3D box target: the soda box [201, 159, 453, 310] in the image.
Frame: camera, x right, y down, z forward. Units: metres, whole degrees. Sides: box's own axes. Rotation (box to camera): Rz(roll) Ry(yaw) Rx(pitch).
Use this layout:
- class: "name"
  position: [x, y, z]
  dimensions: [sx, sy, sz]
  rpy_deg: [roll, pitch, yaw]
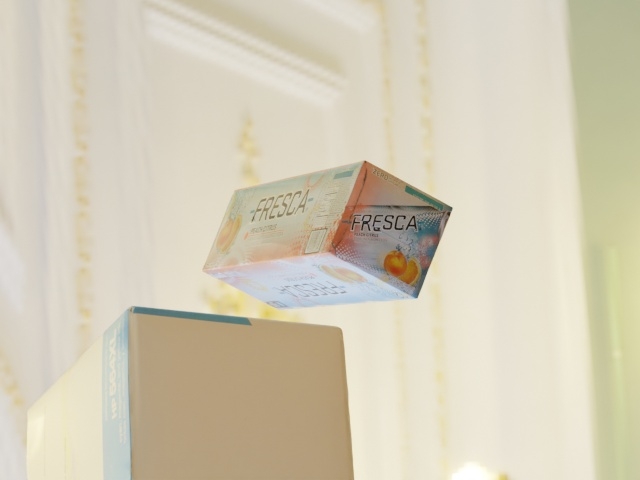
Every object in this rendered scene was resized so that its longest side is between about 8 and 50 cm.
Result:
- class: "soda box"
  position: [0.000, 0.000, 1.107]
  dimensions: [0.063, 0.183, 0.058]
  rpy_deg: [28, -105, -22]

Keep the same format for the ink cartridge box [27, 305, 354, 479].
- class: "ink cartridge box"
  position: [-0.059, 0.094, 0.766]
  dimensions: [0.092, 0.143, 0.090]
  rpy_deg: [7, -114, -25]
